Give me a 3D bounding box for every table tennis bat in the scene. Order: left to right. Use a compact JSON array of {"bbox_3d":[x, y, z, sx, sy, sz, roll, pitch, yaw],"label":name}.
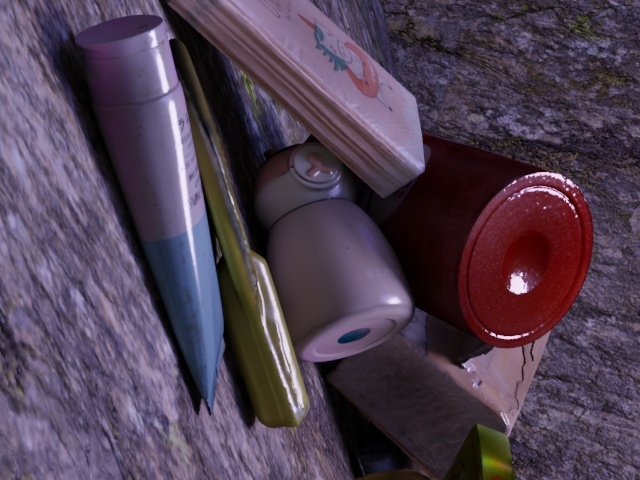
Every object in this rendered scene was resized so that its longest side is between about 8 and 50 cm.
[{"bbox_3d":[-0.082,-0.001,1.127,0.224,0.054,0.369,-126,-161,-75],"label":"table tennis bat"}]

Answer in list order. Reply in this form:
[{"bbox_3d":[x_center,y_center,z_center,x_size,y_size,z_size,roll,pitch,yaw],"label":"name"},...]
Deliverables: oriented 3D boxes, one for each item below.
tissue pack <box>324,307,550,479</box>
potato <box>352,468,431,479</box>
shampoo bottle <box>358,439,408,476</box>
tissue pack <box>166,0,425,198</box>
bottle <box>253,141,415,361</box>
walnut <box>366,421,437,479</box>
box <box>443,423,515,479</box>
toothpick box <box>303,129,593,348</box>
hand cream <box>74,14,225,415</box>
[{"bbox_3d":[0.186,0.114,1.614,0.305,0.238,0.239,-49,125,-58],"label":"tissue pack"},{"bbox_3d":[0.057,0.294,1.215,0.243,0.098,0.138,-102,-147,-78],"label":"potato"},{"bbox_3d":[0.100,0.347,1.609,0.072,0.072,0.214,-89,161,-58],"label":"shampoo bottle"},{"bbox_3d":[-0.021,-0.199,1.354,0.325,0.071,0.170,40,28,-24],"label":"tissue pack"},{"bbox_3d":[0.000,0.000,1.375,0.147,0.147,0.237,49,20,-68],"label":"bottle"},{"bbox_3d":[0.129,0.273,1.695,0.162,0.140,0.140,-110,179,-56],"label":"walnut"},{"bbox_3d":[0.109,0.350,1.218,0.173,0.043,0.311,-83,-166,-66],"label":"box"},{"bbox_3d":[0.130,-0.022,1.479,0.333,0.204,0.204,24,-38,52],"label":"toothpick box"},{"bbox_3d":[-0.121,-0.020,0.996,0.111,0.070,0.312,-87,168,-65],"label":"hand cream"}]
